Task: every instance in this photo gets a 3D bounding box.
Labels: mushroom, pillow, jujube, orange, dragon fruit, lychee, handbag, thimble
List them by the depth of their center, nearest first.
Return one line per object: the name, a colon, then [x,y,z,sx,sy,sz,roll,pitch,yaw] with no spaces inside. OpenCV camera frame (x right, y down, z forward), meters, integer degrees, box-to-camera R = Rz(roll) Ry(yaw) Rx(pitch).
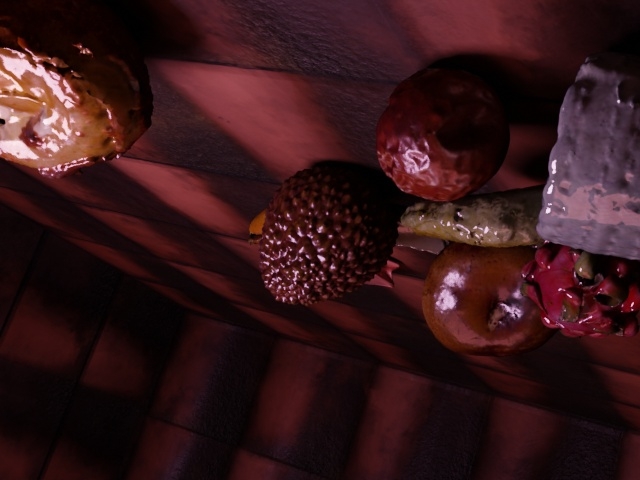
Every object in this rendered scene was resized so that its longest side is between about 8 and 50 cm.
thimble: [0.335,-0.087,0.987,0.172,0.204,0.250,15,146,13]
jujube: [0.146,-0.132,1.185,0.168,0.168,0.236,22,174,-10]
dragon fruit: [0.439,0.059,1.474,0.198,0.218,0.273,-21,175,-18]
lychee: [0.000,0.000,1.658,0.272,0.271,0.271,18,166,5]
mushroom: [0.321,0.094,1.750,0.267,0.267,0.254,24,-168,-20]
pillow: [0.154,-0.023,1.789,0.208,0.053,0.119,14,161,19]
orange: [-0.071,-0.026,1.970,0.170,0.112,0.160,0,161,-21]
handbag: [0.075,0.058,2.191,0.157,0.059,0.212,25,167,-26]

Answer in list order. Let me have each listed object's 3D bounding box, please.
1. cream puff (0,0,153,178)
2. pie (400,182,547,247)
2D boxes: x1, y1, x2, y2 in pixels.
cream puff: [-0.397,-0.244,1.314,0.351,0.228,0.350,9,142,7]
pie: [0.273,-0.042,1.259,0.323,0.070,0.323,-9,-176,1]
